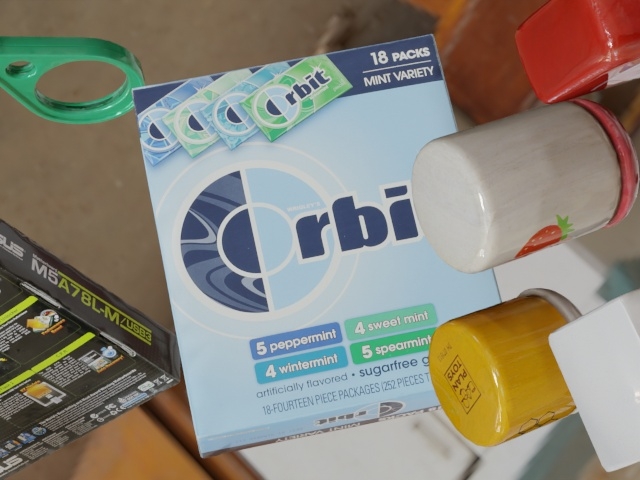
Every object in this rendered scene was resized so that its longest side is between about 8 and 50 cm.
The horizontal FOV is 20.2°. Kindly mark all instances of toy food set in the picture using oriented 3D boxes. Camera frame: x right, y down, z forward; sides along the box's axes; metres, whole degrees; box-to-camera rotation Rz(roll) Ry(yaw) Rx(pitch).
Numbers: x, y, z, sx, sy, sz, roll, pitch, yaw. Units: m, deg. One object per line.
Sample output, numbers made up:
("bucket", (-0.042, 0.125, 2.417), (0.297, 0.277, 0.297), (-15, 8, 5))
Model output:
("toy food set", (0.113, -0.017, 0.458), (0.104, 0.111, 0.232), (-18, 170, -26))

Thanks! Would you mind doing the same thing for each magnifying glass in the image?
("magnifying glass", (-0.236, -0.138, 1.358), (0.231, 0.026, 0.092), (13, 143, -39))

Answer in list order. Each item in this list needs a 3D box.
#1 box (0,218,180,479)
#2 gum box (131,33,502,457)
("box", (-0.220, 0.076, 1.173), (0.191, 0.045, 0.184), (-31, 130, 29))
("gum box", (0.000, 0.000, 0.882), (0.157, 0.184, 0.041), (-11, 159, -4))
